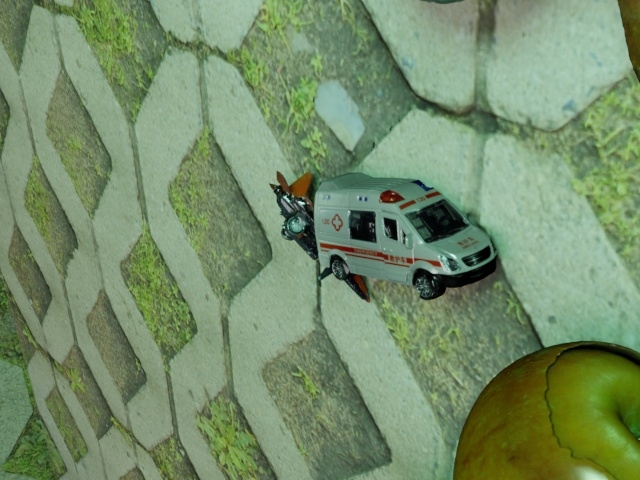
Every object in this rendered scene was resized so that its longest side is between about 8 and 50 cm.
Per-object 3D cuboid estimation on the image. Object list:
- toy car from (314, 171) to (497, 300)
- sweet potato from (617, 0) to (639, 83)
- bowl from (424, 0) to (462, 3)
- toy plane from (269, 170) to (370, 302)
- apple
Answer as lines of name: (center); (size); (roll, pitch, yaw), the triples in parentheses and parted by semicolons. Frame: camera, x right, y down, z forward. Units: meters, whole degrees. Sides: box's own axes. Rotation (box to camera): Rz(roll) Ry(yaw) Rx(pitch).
toy car: (0.083, -0.011, 0.744); (0.209, 0.089, 0.108); (11, 113, 51)
sweet potato: (0.258, -0.103, 0.499); (0.072, 0.066, 0.314); (-30, 83, 12)
bowl: (0.116, -0.289, 0.526); (0.211, 0.112, 0.212); (26, 128, 38)
toy plane: (-0.003, 0.002, 0.874); (0.189, 0.061, 0.130); (61, 166, 1)
apple: (0.231, 0.198, 0.588); (0.237, 0.237, 0.207); (50, 127, 18)
